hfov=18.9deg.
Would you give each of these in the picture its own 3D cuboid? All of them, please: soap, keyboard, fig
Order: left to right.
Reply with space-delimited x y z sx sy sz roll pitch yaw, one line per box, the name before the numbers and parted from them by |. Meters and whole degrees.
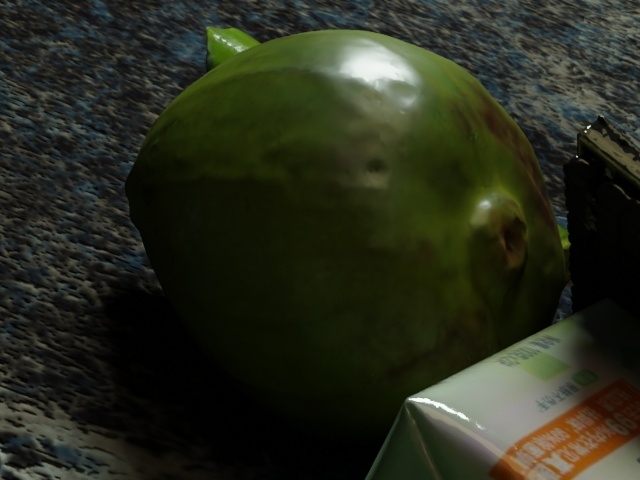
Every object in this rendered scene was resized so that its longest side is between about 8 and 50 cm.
fig | 0.000 0.000 0.939 0.225 0.203 0.203 2 14 34
soap | 0.124 0.139 0.798 0.182 0.138 0.199 36 29 22
keyboard | 0.155 0.034 0.917 0.106 0.027 0.317 42 -9 19

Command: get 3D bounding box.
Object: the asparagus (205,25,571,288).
asparagus | 0.031 -0.043 1.146 0.278 0.067 0.060 32 56 27
